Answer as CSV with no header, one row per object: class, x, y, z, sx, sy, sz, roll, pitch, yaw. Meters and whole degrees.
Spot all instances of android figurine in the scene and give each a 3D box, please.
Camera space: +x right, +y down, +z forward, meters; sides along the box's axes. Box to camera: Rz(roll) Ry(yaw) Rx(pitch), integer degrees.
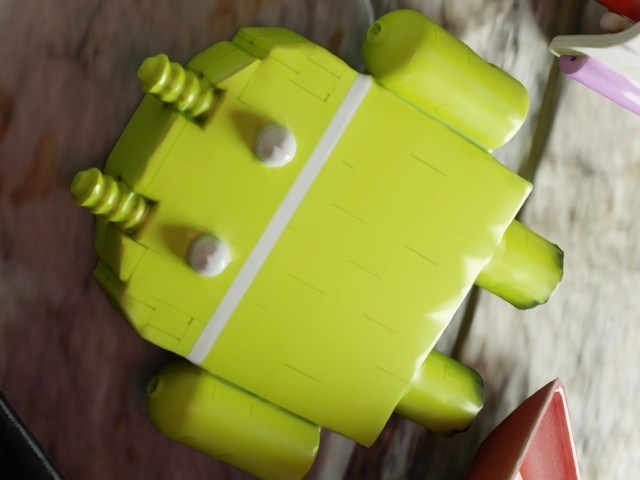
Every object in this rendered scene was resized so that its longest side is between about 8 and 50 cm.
android figurine,0.000,0.000,0.875,0.273,0.056,0.248,31,93,-33

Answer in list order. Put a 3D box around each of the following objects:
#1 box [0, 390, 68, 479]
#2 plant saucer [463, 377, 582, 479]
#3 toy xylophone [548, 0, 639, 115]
box,-0.189,0.415,0.795,0.480,0.297,0.472,-36,119,-10
plant saucer,0.099,0.249,0.947,0.258,0.047,0.259,-53,136,-53
toy xylophone,0.268,-0.190,0.917,0.236,0.081,0.323,33,92,-32
